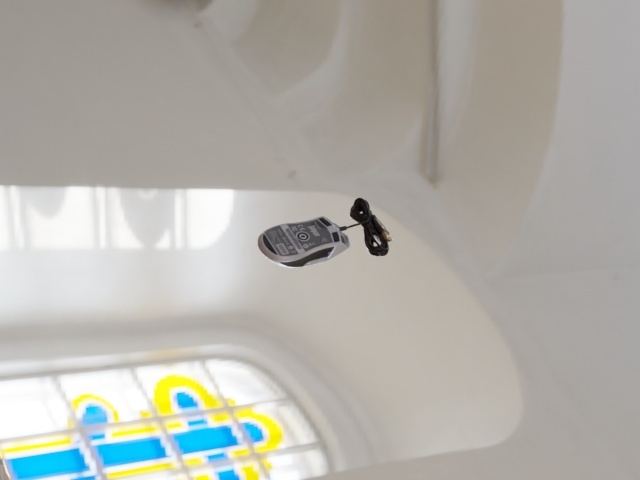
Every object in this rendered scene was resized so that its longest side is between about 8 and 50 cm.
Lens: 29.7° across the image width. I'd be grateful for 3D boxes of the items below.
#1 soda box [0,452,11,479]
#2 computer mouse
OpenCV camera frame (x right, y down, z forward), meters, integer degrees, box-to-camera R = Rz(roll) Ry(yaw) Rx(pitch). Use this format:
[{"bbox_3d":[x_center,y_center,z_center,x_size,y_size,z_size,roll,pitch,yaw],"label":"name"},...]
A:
[{"bbox_3d":[-0.565,0.356,1.621,0.098,0.286,0.091,-154,-135,-79],"label":"soda box"},{"bbox_3d":[0.000,0.000,1.669,0.106,0.193,0.042,57,-31,36],"label":"computer mouse"}]
